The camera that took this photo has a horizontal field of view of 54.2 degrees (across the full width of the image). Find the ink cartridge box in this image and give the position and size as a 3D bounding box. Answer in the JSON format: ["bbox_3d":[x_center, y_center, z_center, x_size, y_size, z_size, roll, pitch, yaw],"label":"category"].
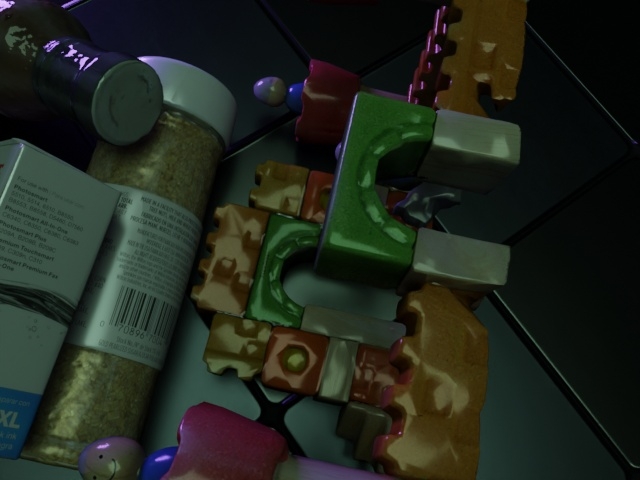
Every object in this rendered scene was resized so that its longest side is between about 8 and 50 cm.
[{"bbox_3d":[-0.250,0.037,0.466,0.086,0.148,0.203,31,72,-42],"label":"ink cartridge box"}]

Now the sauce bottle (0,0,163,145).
[{"bbox_3d":[-0.283,-0.172,0.558,0.344,0.111,0.111,27,70,29],"label":"sauce bottle"}]

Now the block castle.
[{"bbox_3d":[0.000,0.000,0.486,0.212,0.303,0.453,12,70,0],"label":"block castle"}]

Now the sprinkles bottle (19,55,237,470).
[{"bbox_3d":[-0.174,0.014,0.560,0.121,0.121,0.355,13,71,-1],"label":"sprinkles bottle"}]
